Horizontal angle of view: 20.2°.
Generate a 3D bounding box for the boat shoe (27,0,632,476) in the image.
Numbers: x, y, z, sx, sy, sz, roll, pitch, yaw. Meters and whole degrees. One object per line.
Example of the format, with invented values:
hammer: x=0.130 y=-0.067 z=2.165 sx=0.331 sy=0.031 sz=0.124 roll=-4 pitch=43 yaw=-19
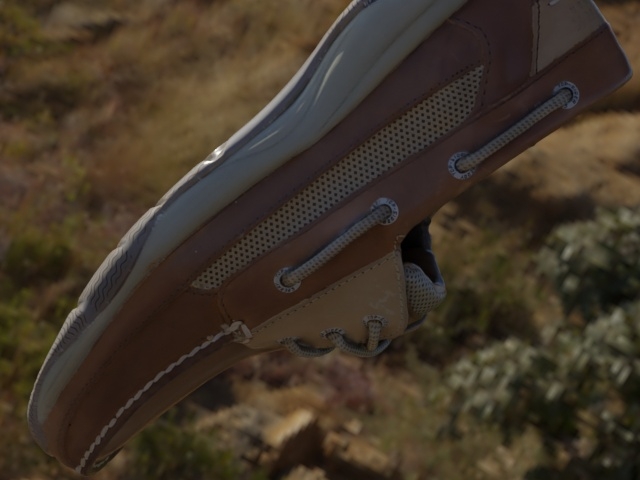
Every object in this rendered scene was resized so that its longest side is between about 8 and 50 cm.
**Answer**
boat shoe: x=0.000 y=0.000 z=0.779 sx=0.116 sy=0.324 sz=0.123 roll=45 pitch=17 yaw=2
